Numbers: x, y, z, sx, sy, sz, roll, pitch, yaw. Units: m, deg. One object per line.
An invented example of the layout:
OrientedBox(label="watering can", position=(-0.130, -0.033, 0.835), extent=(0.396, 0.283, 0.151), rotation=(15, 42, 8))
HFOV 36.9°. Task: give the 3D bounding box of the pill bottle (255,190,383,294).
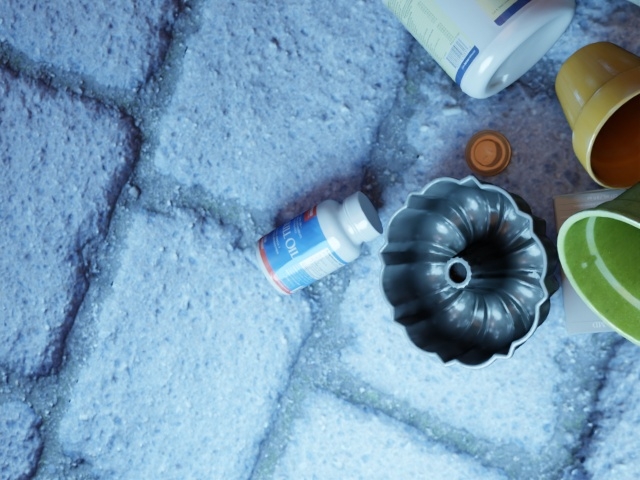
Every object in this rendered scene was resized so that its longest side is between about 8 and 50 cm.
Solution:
OrientedBox(label="pill bottle", position=(0.000, 0.000, 1.779), extent=(0.221, 0.124, 0.124), rotation=(-30, 81, 18))

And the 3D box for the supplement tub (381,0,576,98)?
OrientedBox(label="supplement tub", position=(0.242, -0.428, 1.620), extent=(0.235, 0.235, 0.325), rotation=(-43, 77, 16))

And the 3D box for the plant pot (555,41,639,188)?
OrientedBox(label="plant pot", position=(0.479, -0.220, 1.551), extent=(0.205, 0.205, 0.188), rotation=(-41, 44, 16))

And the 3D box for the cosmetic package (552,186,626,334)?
OrientedBox(label="cosmetic package", position=(0.467, 0.037, 1.620), extent=(0.127, 0.107, 0.238), rotation=(-8, 86, 17))

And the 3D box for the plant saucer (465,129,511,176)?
OrientedBox(label="plant saucer", position=(0.300, -0.157, 1.723), extent=(0.083, 0.013, 0.084), rotation=(1, 92, 21))

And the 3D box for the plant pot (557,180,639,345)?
OrientedBox(label="plant pot", position=(0.549, -0.008, 1.451), extent=(0.254, 0.276, 0.276), rotation=(-40, 75, -21))

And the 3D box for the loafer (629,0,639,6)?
OrientedBox(label="loafer", position=(0.490, -0.442, 1.531), extent=(0.319, 0.112, 0.111), rotation=(11, 132, -14))

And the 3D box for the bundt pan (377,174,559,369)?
OrientedBox(label="bundt pan", position=(0.266, 0.051, 1.654), extent=(0.330, 0.124, 0.331), rotation=(3, 95, 38))
